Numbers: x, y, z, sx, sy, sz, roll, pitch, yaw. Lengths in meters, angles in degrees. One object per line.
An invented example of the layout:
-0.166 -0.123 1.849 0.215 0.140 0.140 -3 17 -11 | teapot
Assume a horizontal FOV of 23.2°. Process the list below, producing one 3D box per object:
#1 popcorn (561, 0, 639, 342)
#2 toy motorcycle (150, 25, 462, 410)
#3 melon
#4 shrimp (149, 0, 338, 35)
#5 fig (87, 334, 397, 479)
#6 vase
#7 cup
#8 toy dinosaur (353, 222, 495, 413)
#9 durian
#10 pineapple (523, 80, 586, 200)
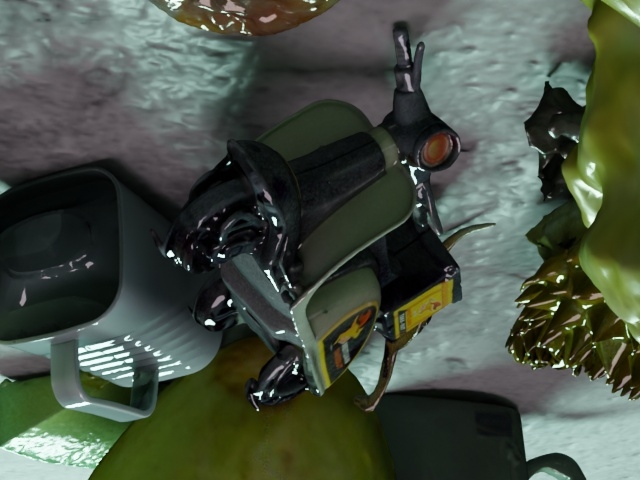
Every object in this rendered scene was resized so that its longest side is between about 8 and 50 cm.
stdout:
0.214 -0.067 0.572 0.257 0.224 0.270 -2 116 -11 | popcorn
0.000 0.000 0.817 0.157 0.091 0.263 -34 159 -9 | toy motorcycle
-0.132 0.137 1.229 0.261 0.053 0.114 17 129 -44 | melon
-0.017 -0.134 0.624 0.101 0.042 0.190 18 150 -25 | shrimp
-0.055 0.218 1.129 0.258 0.258 0.326 7 122 -21 | fig
0.127 0.278 1.267 0.251 0.301 0.156 -3 158 -22 | vase
-0.122 0.040 0.891 0.095 0.128 0.129 -15 155 22 | cup
0.056 0.036 1.006 0.037 0.058 0.180 -7 139 -28 | toy dinosaur
0.230 0.019 0.902 0.306 0.166 0.172 -24 119 27 | durian
0.198 -0.056 0.766 0.197 0.108 0.108 2 158 18 | pineapple
